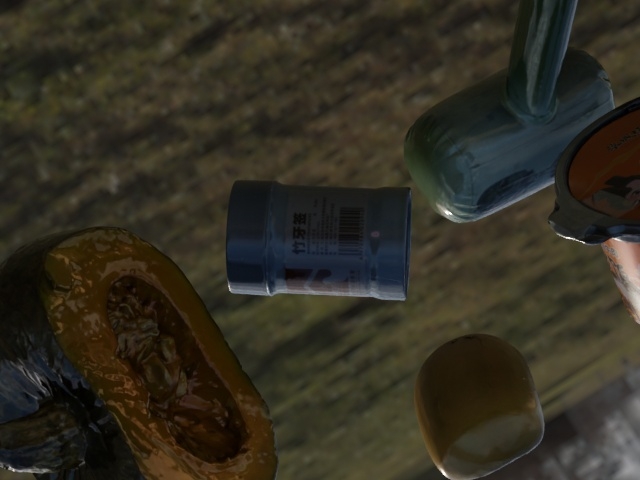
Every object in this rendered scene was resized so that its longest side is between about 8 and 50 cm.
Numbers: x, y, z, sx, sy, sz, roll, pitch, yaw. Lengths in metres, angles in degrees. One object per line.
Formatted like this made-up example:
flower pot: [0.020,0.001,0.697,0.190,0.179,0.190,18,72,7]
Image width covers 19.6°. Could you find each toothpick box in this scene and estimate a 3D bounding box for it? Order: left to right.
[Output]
toothpick box: [0.000,0.000,1.599,0.153,0.101,0.101,3,177,6]

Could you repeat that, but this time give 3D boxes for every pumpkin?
pumpkin: [-0.174,0.144,1.528,0.139,0.317,0.222,-31,176,37]

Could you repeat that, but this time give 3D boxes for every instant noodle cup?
instant noodle cup: [0.254,-0.010,1.217,0.208,0.125,0.177,-22,-149,-3]

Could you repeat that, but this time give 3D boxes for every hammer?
hammer: [0.184,-0.165,1.643,0.206,0.119,0.335,-28,149,-23]

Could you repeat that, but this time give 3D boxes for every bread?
bread: [0.178,0.184,2.165,0.147,0.098,0.217,-31,-158,6]
